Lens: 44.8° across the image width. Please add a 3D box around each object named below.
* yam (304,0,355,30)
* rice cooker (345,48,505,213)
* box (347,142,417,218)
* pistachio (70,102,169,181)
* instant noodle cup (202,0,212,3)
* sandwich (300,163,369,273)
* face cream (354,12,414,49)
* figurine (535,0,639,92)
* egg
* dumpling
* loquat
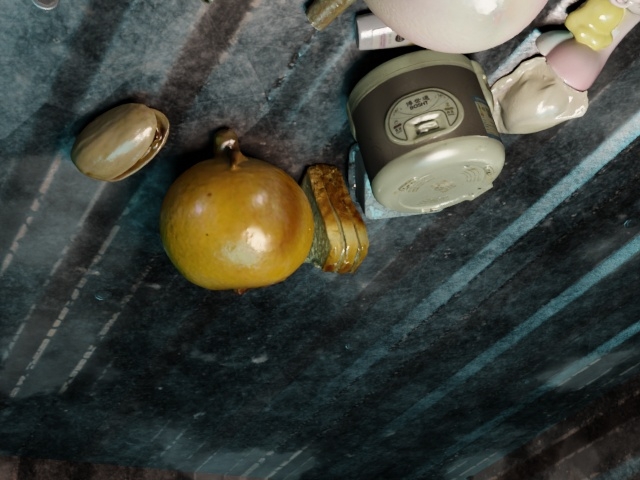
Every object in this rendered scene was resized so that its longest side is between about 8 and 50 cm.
[{"bbox_3d":[0.029,-0.438,1.404,0.054,0.054,0.132,26,130,-38],"label":"yam"},{"bbox_3d":[0.209,-0.220,1.542,0.289,0.276,0.288,-11,159,-4],"label":"rice cooker"},{"bbox_3d":[0.180,-0.142,1.752,0.227,0.130,0.162,-7,127,-6],"label":"box"},{"bbox_3d":[-0.403,-0.198,1.555,0.206,0.131,0.129,-32,-179,10],"label":"pistachio"},{"bbox_3d":[-0.233,-0.482,1.210,0.185,0.168,0.168,16,135,-19],"label":"instant noodle cup"},{"bbox_3d":[-0.005,0.000,1.790,0.100,0.254,0.288,-4,145,-27],"label":"sandwich"},{"bbox_3d":[0.166,-0.405,1.473,0.198,0.057,0.084,-9,143,-2],"label":"face cream"},{"bbox_3d":[0.538,-0.436,1.424,0.284,0.206,0.315,8,135,-39],"label":"figurine"},{"bbox_3d":[0.224,-0.448,1.198,0.355,0.339,0.354,-10,143,-7],"label":"egg"},{"bbox_3d":[0.443,-0.302,1.635,0.229,0.124,0.151,-14,107,39],"label":"dumpling"},{"bbox_3d":[-0.185,-0.056,1.649,0.329,0.328,0.359,-8,98,-3],"label":"loquat"}]
